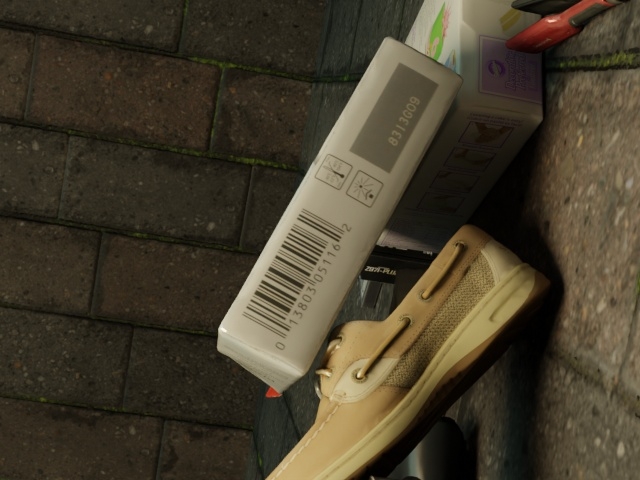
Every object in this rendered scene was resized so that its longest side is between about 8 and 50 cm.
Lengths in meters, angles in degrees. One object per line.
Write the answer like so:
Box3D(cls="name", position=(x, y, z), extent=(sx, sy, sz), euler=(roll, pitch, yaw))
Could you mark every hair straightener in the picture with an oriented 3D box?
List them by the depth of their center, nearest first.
Box3D(cls="hair straightener", position=(0.227, -0.236, 0.974), extent=(0.230, 0.047, 0.089), euler=(155, 123, -80))

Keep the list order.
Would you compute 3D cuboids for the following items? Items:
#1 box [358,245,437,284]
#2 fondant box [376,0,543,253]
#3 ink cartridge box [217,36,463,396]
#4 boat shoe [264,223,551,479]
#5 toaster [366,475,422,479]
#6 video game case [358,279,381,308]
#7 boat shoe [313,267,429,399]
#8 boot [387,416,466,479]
Box3D(cls="box", position=(0.076, -0.041, 1.434), extent=(0.077, 0.147, 0.180), euler=(114, 163, -60))
Box3D(cls="fondant box", position=(0.151, -0.160, 1.246), extent=(0.330, 0.096, 0.238), euler=(114, 163, -63))
Box3D(cls="ink cartridge box", position=(0.000, 0.000, 1.110), extent=(0.308, 0.091, 0.385), euler=(-62, 2, -13))
Box3D(cls="boat shoe", position=(0.051, 0.123, 0.940), extent=(0.341, 0.110, 0.121), euler=(-41, -19, -20))
Box3D(cls="toaster", position=(0.103, 0.282, 0.848), extent=(0.185, 0.168, 0.110), euler=(-89, 13, -46))
Box3D(cls="video game case", position=(0.091, -0.050, 1.764), extent=(0.274, 0.026, 0.196), euler=(-91, 13, -54))
Box3D(cls="boat shoe", position=(0.067, 0.162, 1.249), extent=(0.367, 0.156, 0.136), euler=(109, 167, -48))
Box3D(cls="boot", position=(0.095, 0.269, 1.058), extent=(0.246, 0.094, 0.207), euler=(72, -161, -66))
